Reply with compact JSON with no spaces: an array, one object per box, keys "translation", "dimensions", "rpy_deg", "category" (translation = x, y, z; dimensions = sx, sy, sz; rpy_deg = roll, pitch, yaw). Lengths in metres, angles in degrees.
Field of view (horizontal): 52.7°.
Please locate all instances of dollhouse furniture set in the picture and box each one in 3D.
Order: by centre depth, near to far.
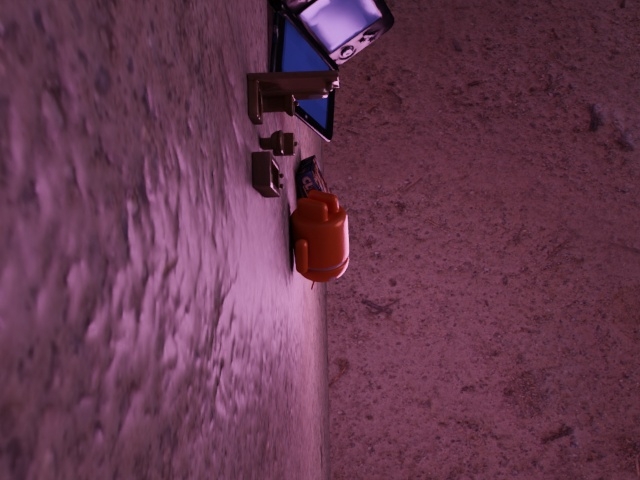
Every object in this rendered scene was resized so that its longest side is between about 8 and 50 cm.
[{"translation":[-0.032,-0.148,0.935],"dimensions":[0.144,0.123,0.151],"rpy_deg":[50,38,-85],"category":"dollhouse furniture set"}]

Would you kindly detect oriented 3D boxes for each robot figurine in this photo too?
[{"translation":[0.002,-0.001,1.441],"dimensions":[0.158,0.128,0.220],"rpy_deg":[-101,-174,-60],"category":"robot figurine"}]

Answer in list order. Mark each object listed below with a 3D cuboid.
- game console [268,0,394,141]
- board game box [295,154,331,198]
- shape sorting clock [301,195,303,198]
[{"translation":[0.032,-0.359,1.229],"dimensions":[0.173,0.250,0.293],"rpy_deg":[63,15,19],"category":"game console"},{"translation":[-0.008,-0.123,1.695],"dimensions":[0.243,0.042,0.165],"rpy_deg":[-83,151,-72],"category":"board game box"},{"translation":[-0.027,-0.033,1.742],"dimensions":[0.206,0.040,0.206],"rpy_deg":[-9,90,-85],"category":"shape sorting clock"}]
